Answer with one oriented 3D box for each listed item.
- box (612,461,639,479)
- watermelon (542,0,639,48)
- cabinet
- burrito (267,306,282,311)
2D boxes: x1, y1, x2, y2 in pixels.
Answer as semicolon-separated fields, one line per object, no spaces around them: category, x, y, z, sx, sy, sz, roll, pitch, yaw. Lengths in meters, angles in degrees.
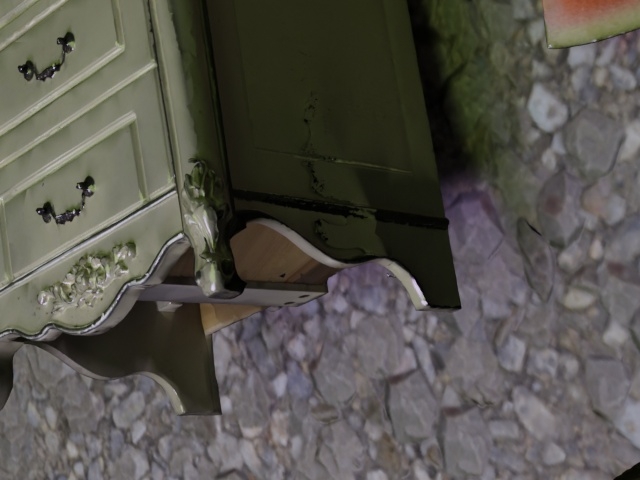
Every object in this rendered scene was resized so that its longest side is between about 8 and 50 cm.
box;0.288;0.204;0.969;0.143;0.184;0.273;-32;82;43
watermelon;0.172;-0.225;1.117;0.193;0.137;0.145;-41;33;40
cabinet;-0.097;-0.068;1.266;0.290;0.227;0.318;-26;66;43
burrito;0.000;0.000;1.350;0.149;0.041;0.055;-33;71;45
